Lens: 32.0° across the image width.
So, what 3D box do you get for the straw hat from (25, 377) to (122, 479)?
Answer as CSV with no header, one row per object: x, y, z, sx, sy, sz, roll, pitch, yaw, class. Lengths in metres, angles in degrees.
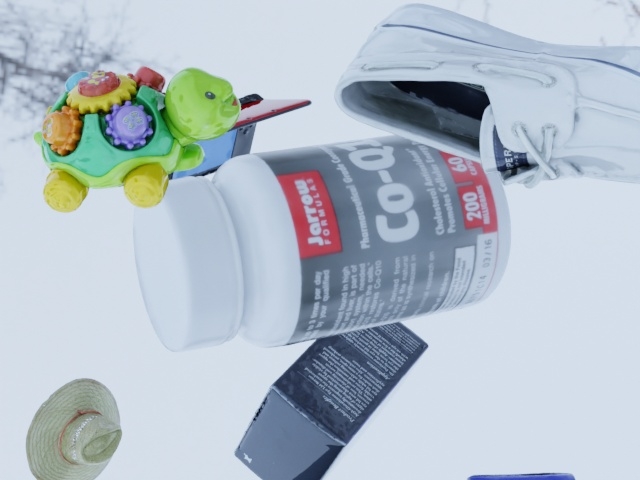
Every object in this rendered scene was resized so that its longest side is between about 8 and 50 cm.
-0.273,0.237,1.329,0.061,0.144,0.144,4,-91,39,straw hat

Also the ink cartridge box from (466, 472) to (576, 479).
0.246,0.459,1.300,0.395,0.151,0.270,-109,-157,-57,ink cartridge box

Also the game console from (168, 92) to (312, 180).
-0.095,-0.095,1.134,0.085,0.144,0.124,40,-47,28,game console

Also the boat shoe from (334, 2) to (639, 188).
0.126,-0.069,0.672,0.258,0.084,0.095,19,-35,34,boat shoe

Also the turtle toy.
-0.110,-0.069,0.663,0.095,0.130,0.066,-82,165,-52,turtle toy

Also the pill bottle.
0.000,0.000,0.932,0.161,0.283,0.161,36,-49,57,pill bottle

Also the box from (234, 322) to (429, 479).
0.013,0.188,1.326,0.108,0.207,0.153,38,-44,9,box
